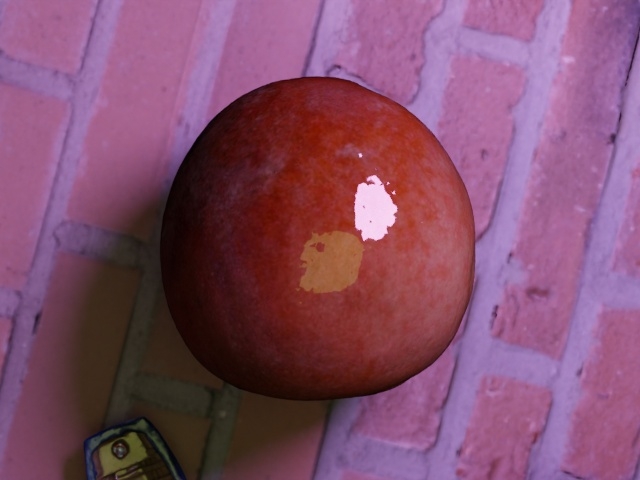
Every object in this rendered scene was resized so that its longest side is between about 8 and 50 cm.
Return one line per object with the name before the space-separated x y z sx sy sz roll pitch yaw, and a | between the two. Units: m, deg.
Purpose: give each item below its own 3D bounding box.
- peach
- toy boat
peach | 0.000 0.000 1.277 0.252 0.252 0.252 0 91 -10
toy boat | -0.121 0.248 1.360 0.080 0.046 0.228 -22 95 -10
